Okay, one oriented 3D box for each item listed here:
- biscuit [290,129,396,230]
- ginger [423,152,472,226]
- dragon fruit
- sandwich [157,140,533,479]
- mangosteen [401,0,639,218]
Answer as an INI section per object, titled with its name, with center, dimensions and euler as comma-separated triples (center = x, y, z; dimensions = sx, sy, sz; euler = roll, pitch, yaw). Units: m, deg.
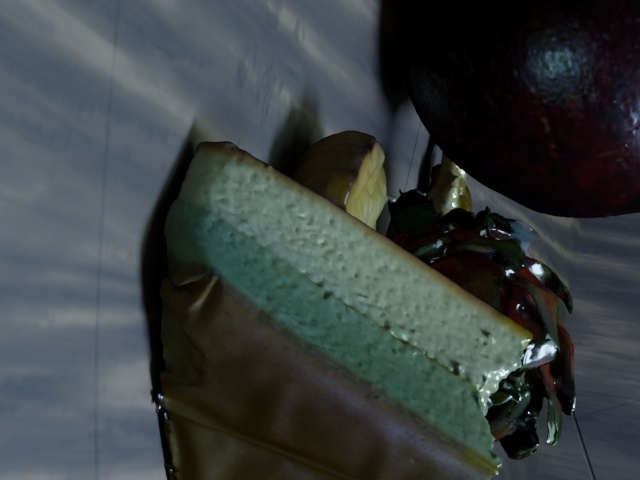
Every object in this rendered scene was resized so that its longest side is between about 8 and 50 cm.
[biscuit]
center = 0.000, 0.000, 1.170
dimensions = 0.118, 0.061, 0.183
euler = 81, 21, -50
[ginger]
center = 0.118, -0.016, 1.681
dimensions = 0.176, 0.052, 0.193
euler = -26, 117, -74
[dragon fruit]
center = 0.101, 0.068, 1.401
dimensions = 0.189, 0.182, 0.182
euler = -74, 168, -56
[sandwich]
center = 0.014, 0.064, 1.006
dimensions = 0.220, 0.186, 0.108
euler = 86, 17, -45
[mangosteen]
center = 0.208, -0.172, 1.414
dimensions = 0.330, 0.330, 0.330
euler = 10, 90, -77
